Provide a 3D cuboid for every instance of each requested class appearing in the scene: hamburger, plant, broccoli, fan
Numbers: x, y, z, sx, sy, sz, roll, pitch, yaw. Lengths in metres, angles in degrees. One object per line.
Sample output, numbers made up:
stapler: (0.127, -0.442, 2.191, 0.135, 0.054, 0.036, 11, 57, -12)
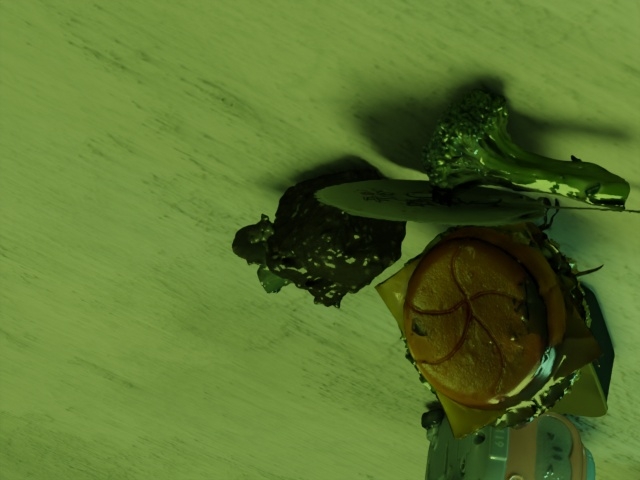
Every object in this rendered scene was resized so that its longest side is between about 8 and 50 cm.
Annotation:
hamburger: (0.200, 0.081, 1.554, 0.262, 0.243, 0.139, -35, 163, 34)
plant: (0.000, 0.000, 1.604, 0.142, 0.131, 0.203, 26, 154, -22)
broccoli: (0.200, -0.073, 1.368, 0.204, 0.118, 0.122, 17, 128, 9)
fan: (0.199, -0.040, 1.432, 0.415, 0.012, 0.233, 2, -166, -3)

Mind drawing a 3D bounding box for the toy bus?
toy bus: (0.264, 0.335, 2.019, 0.232, 0.194, 0.287, 14, 153, -9)

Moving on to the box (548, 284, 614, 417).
box: (0.277, 0.130, 1.723, 0.144, 0.090, 0.201, 4, 150, 26)
